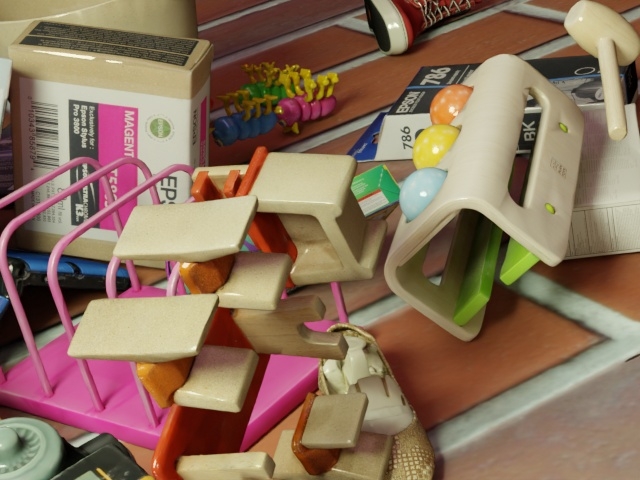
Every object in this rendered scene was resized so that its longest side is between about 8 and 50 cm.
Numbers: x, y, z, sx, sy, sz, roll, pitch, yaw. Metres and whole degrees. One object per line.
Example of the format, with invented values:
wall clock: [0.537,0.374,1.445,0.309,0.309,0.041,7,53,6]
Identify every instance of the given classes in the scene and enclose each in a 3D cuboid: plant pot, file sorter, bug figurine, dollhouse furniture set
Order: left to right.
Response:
plant pot: [-0.240,-0.165,1.555,0.256,0.274,0.256,-11,24,5]
file sorter: [-0.148,0.042,1.176,0.290,0.182,0.202,8,32,38]
dollhouse furniture set: [-0.054,0.065,0.915,0.135,0.262,0.259,-2,48,26]
bug figurine: [-0.098,-0.174,1.751,0.216,0.072,0.279,-17,19,-25]

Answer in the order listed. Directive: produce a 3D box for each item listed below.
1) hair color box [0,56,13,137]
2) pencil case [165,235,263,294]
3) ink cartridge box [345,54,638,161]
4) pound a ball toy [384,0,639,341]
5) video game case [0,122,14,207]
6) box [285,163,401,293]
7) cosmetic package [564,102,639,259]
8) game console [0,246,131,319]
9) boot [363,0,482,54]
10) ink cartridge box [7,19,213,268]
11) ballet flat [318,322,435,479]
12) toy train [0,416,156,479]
hair color box: [-0.409,-0.096,1.417,0.113,0.185,0.374,9,0,-18]
pencil case: [-0.087,0.003,1.372,0.151,0.064,0.070,-29,50,-33]
ink cartridge box: [0.194,-0.156,1.582,0.332,0.065,0.165,-3,27,23]
pound a ball toy: [0.170,-0.091,1.216,0.208,0.135,0.319,-46,12,35]
video game case: [-0.392,-0.110,1.815,0.196,0.026,0.274,-3,25,21]
box: [0.000,0.000,1.277,0.105,0.043,0.179,-27,-11,-27]
cosmetic package: [0.273,-0.061,1.338,0.099,0.060,0.239,-5,26,12]
game console: [-0.381,0.089,1.377,0.293,0.173,0.250,8,1,38]
boot: [0.159,-0.341,1.974,0.176,0.088,0.244,-11,21,1]
ink cartridge box: [-0.216,-0.096,1.397,0.193,0.235,0.088,8,29,7]
ballet flat: [0.034,0.124,1.046,0.073,0.067,0.206,-16,25,-10]
toy train: [-0.235,0.241,0.859,0.334,0.142,0.190,-29,38,-31]
